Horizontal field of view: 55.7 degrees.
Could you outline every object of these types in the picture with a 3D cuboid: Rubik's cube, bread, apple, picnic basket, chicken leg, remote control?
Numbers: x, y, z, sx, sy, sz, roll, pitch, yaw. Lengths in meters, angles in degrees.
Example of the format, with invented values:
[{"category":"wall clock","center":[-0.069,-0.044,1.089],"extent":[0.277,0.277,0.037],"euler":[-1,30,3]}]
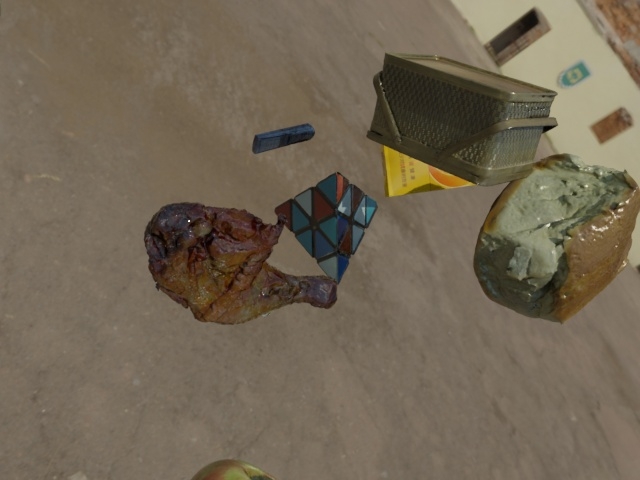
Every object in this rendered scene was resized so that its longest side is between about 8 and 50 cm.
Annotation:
[{"category":"Rubik's cube","center":[0.000,0.000,1.506],"extent":[0.284,0.249,0.234],"euler":[32,51,-67]},{"category":"bread","center":[0.425,-0.001,1.122],"extent":[0.225,0.279,0.250],"euler":[33,-21,38]},{"category":"apple","center":[-0.231,0.746,1.604],"extent":[0.319,0.277,0.319],"euler":[31,-7,4]},{"category":"picnic basket","center":[0.218,-0.197,0.955],"extent":[0.165,0.139,0.266],"euler":[-14,35,-44]},{"category":"chicken leg","center":[-0.101,0.037,0.797],"extent":[0.322,0.177,0.083],"euler":[53,12,-51]},{"category":"remote control","center":[-0.075,-0.216,1.273],"extent":[0.152,0.044,0.027],"euler":[-20,61,-33]}]

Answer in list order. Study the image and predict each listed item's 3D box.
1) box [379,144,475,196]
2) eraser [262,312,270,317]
[{"category":"box","center":[0.268,-0.187,1.345],"extent":[0.043,0.269,0.153],"euler":[-144,-135,-80]},{"category":"eraser","center":[-0.107,0.152,1.458],"extent":[0.019,0.083,0.038],"euler":[51,17,-5]}]
